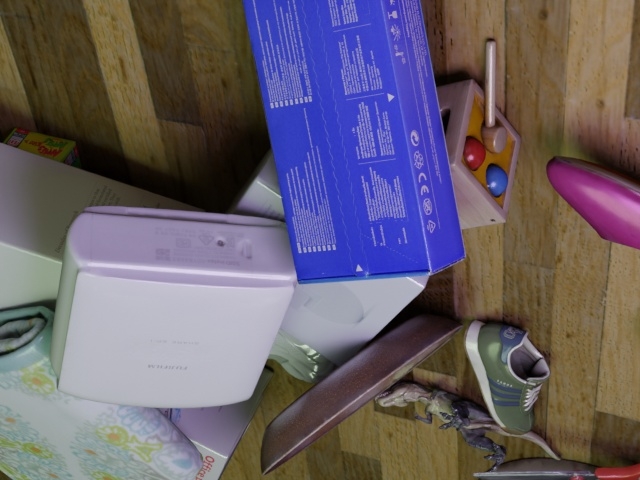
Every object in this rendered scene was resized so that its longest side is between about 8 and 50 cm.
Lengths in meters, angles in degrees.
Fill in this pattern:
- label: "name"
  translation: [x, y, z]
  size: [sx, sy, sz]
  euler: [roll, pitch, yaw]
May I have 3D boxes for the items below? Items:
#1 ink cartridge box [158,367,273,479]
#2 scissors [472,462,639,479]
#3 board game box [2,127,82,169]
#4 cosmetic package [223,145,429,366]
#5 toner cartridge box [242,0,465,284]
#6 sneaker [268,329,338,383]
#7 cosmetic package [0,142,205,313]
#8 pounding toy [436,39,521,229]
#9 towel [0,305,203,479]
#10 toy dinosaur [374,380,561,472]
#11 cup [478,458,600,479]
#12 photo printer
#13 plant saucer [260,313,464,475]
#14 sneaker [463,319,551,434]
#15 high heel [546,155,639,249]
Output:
- label: "ink cartridge box"
  translation: [-0.220, 0.240, 1.903]
  size: [0.233, 0.168, 0.171]
  euler: [27, 141, 1]
- label: "scissors"
  translation: [0.355, 0.303, 1.698]
  size: [0.297, 0.021, 0.109]
  euler: [9, 148, -5]
- label: "board game box"
  translation: [-0.362, -0.063, 1.750]
  size: [0.092, 0.043, 0.181]
  euler: [13, 139, 16]
- label: "cosmetic package"
  translation: [0.000, 0.000, 1.538]
  size: [0.225, 0.138, 0.224]
  euler: [32, 141, -8]
- label: "toner cartridge box"
  translation: [0.028, -0.136, 1.287]
  size: [0.165, 0.075, 0.347]
  euler: [-5, 100, 37]
- label: "sneaker"
  translation: [-0.064, 0.105, 1.750]
  size: [0.232, 0.090, 0.115]
  euler: [14, 118, 23]
- label: "cosmetic package"
  translation: [-0.348, 0.011, 1.668]
  size: [0.366, 0.155, 0.197]
  euler: [16, 143, 1]
- label: "pounding toy"
  translation: [0.156, -0.108, 1.353]
  size: [0.100, 0.141, 0.130]
  euler: [-9, 143, 36]
- label: "towel"
  translation: [-0.382, 0.224, 1.762]
  size: [0.374, 0.090, 0.320]
  euler: [-10, 136, 39]
- label: "toy dinosaur"
  translation: [0.204, 0.247, 1.733]
  size: [0.268, 0.118, 0.064]
  euler: [23, 102, 2]
- label: "cup"
  translation: [0.338, 0.499, 1.819]
  size: [0.331, 0.237, 0.331]
  euler: [16, 139, 14]
- label: "photo printer"
  translation: [-0.175, 0.092, 1.486]
  size: [0.256, 0.107, 0.307]
  euler: [5, 144, -15]
- label: "plant saucer"
  translation: [0.041, 0.182, 1.615]
  size: [0.050, 0.310, 0.310]
  euler: [53, 141, 10]
- label: "sneaker"
  translation: [0.253, 0.179, 1.647]
  size: [0.086, 0.064, 0.192]
  euler: [-1, 130, 37]
- label: "high heel"
  translation: [0.363, 0.063, 1.356]
  size: [0.377, 0.127, 0.181]
  euler: [31, 100, -7]
